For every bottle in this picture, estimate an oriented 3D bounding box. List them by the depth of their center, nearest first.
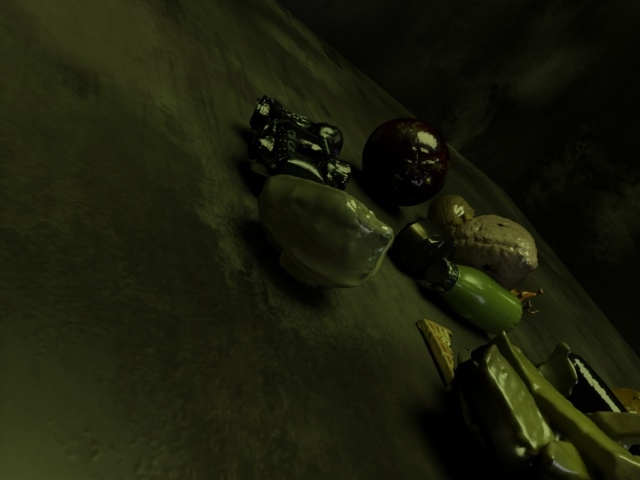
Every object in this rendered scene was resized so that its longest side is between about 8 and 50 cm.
[{"bbox_3d":[0.336,0.120,1.301,0.260,0.112,0.112,31,26,-33],"label":"bottle"}]

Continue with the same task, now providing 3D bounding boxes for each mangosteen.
[{"bbox_3d":[0.215,-0.199,1.555,0.231,0.231,0.289,45,-9,-2],"label":"mangosteen"}]

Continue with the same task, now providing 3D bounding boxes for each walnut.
[{"bbox_3d":[0.368,-0.063,1.659,0.140,0.140,0.162,44,7,-3],"label":"walnut"}]

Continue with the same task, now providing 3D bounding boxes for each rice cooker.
[{"bbox_3d":[0.230,0.015,1.298,0.106,0.112,0.165,48,20,22],"label":"rice cooker"}]

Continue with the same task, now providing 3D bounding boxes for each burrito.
[{"bbox_3d":[0.268,0.269,0.983,0.087,0.060,0.226,39,21,-3],"label":"burrito"}]

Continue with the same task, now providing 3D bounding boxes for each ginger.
[{"bbox_3d":[0.399,0.296,0.857,0.413,0.211,0.358,58,19,5],"label":"ginger"}]

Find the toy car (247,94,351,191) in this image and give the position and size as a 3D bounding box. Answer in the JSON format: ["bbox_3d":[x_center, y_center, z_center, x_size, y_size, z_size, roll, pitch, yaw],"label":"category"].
[{"bbox_3d":[-0.053,-0.163,1.096,0.193,0.118,0.301,27,27,-20],"label":"toy car"}]

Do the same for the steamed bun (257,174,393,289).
[{"bbox_3d":[0.001,0.001,0.875,0.218,0.144,0.211,23,-3,36],"label":"steamed bun"}]

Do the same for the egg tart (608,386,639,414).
[{"bbox_3d":[0.694,0.452,1.279,0.351,0.153,0.339,47,21,-26],"label":"egg tart"}]

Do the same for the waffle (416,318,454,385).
[{"bbox_3d":[0.236,0.212,1.076,0.097,0.023,0.152,29,25,-34],"label":"waffle"}]

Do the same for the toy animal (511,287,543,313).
[{"bbox_3d":[0.554,0.166,1.668,0.255,0.116,0.114,39,45,-31],"label":"toy animal"}]

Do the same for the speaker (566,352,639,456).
[{"bbox_3d":[0.547,0.394,1.075,0.184,0.180,0.388,-9,57,-49],"label":"speaker"}]

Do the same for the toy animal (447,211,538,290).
[{"bbox_3d":[0.413,0.034,1.456,0.226,0.188,0.358,12,-12,15],"label":"toy animal"}]
